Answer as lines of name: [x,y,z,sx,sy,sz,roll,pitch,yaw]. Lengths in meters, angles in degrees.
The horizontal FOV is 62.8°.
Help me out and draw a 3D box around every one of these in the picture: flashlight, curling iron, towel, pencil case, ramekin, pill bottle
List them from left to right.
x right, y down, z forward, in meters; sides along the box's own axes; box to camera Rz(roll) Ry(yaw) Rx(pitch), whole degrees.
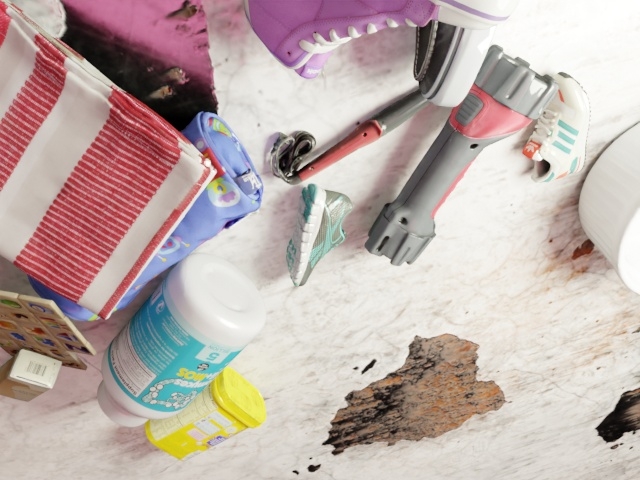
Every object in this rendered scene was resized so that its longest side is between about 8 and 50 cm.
towel: [-0.302,-0.088,0.533,0.329,0.037,0.237,38,108,-10]
pencil case: [-0.203,-0.019,0.636,0.306,0.119,0.133,-35,108,13]
pill bottle: [-0.209,0.152,0.746,0.146,0.146,0.264,31,114,-31]
curling iron: [0.058,-0.148,0.662,0.274,0.035,0.068,-25,128,5]
flashlight: [0.177,-0.098,0.697,0.103,0.103,0.304,29,121,-1]
ramekin: [0.536,-0.060,0.787,0.277,0.135,0.277,-7,126,-10]

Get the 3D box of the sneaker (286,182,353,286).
sneaker: [0.000,0.000,0.742,0.076,0.065,0.167,3,126,-21]

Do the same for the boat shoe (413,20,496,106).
boat shoe: [0.121,-0.308,0.525,0.119,0.121,0.335,2,114,-7]

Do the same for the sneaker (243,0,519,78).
sneaker: [0.039,-0.218,0.496,0.102,0.282,0.161,-37,149,-39]

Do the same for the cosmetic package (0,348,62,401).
cosmetic package: [-0.429,0.198,0.761,0.060,0.041,0.115,29,140,-29]

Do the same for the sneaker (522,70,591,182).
sneaker: [0.317,-0.145,0.716,0.075,0.057,0.161,-25,131,-3]

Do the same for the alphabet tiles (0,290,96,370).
alphabet tiles: [-0.397,0.115,0.681,0.198,0.009,0.237,10,147,3]

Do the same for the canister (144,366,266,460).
canister: [-0.199,0.304,0.907,0.169,0.073,0.126,-30,127,10]
